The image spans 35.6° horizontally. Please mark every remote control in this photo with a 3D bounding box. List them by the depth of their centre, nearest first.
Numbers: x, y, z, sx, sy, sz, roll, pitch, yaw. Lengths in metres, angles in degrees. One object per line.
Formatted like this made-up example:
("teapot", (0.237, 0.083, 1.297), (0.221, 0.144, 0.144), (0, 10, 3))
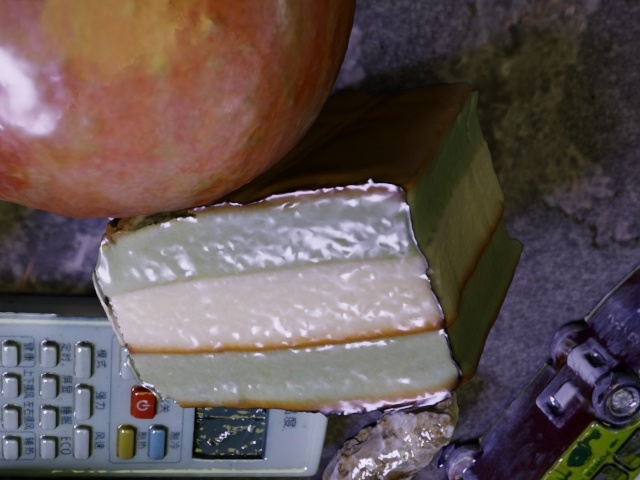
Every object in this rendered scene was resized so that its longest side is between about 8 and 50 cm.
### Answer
("remote control", (-0.163, 0.112, 0.755), (0.344, 0.050, 0.145), (1, 112, -11))

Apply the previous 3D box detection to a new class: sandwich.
("sandwich", (0.000, -0.001, 0.674), (0.227, 0.198, 0.155), (-7, 115, 26))

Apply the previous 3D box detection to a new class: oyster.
("oyster", (0.037, 0.205, 0.821), (0.106, 0.061, 0.200), (11, 110, -13))

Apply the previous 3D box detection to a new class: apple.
("apple", (-0.122, -0.169, 0.516), (0.302, 0.301, 0.301), (-3, 113, -8))

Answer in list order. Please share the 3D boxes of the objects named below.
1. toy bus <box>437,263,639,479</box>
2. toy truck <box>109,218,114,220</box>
("toy bus", (0.216, 0.174, 0.815), (0.139, 0.113, 0.301), (33, 102, -24))
("toy truck", (-0.108, -0.018, 0.708), (0.063, 0.052, 0.123), (-42, 114, 15))
